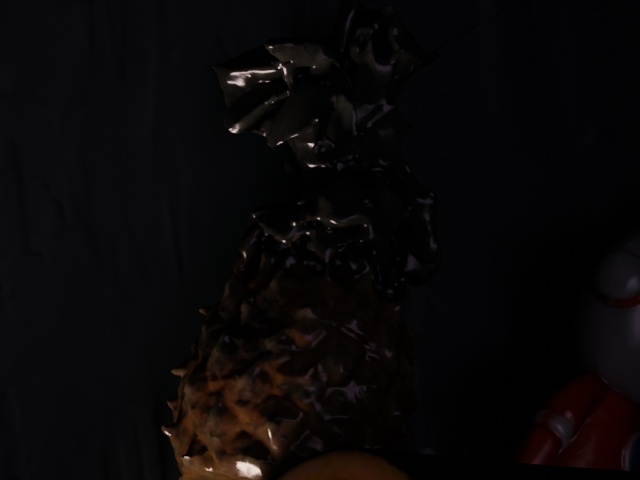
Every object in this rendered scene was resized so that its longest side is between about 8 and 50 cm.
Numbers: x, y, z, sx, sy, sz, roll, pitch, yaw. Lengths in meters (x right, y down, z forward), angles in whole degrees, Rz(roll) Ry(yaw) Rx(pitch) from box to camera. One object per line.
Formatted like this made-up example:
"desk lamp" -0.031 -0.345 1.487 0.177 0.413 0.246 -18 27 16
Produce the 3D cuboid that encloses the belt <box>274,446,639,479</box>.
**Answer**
"belt" 0.016 0.204 0.387 0.122 0.339 0.217 10 49 -23

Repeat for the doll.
"doll" 0.156 0.082 0.562 0.245 0.076 0.142 -62 143 -10

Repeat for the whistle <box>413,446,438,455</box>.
"whistle" 0.070 0.260 0.543 0.062 0.062 0.312 -18 98 -22

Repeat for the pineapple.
"pineapple" 0.000 0.000 0.486 0.119 0.111 0.237 26 71 -51
